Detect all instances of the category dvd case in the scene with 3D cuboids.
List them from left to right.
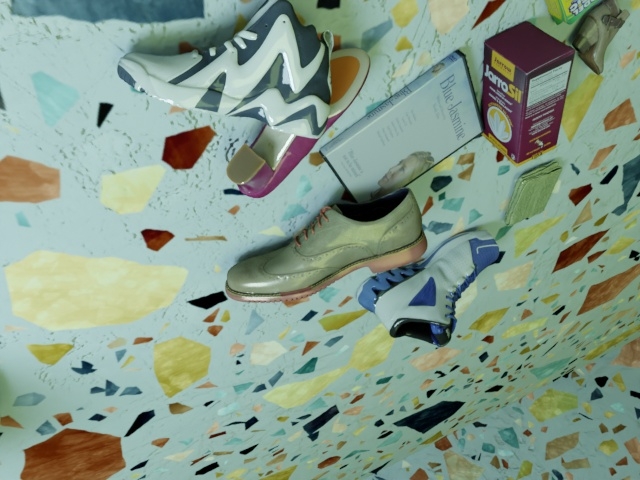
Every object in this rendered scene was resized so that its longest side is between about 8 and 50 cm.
[{"bbox_3d":[0.139,-0.160,0.811,0.253,0.022,0.180,-35,142,6],"label":"dvd case"}]

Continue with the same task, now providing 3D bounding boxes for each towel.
[{"bbox_3d":[0.449,-0.099,1.079,0.110,0.027,0.148,-21,140,-14],"label":"towel"}]

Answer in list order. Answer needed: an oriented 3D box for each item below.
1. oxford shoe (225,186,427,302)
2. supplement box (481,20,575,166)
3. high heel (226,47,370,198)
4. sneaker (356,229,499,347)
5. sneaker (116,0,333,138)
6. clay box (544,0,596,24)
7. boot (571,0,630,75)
[{"bbox_3d":[0.000,0.000,0.838,0.348,0.123,0.130,-19,121,-6],"label":"oxford shoe"},{"bbox_3d":[0.314,-0.223,0.789,0.081,0.104,0.188,-27,142,-4],"label":"supplement box"},{"bbox_3d":[-0.023,-0.153,0.692,0.244,0.082,0.117,-50,172,2],"label":"high heel"},{"bbox_3d":[0.254,0.123,1.071,0.316,0.182,0.127,-25,143,-7],"label":"sneaker"},{"bbox_3d":[-0.091,-0.212,0.558,0.235,0.094,0.153,12,103,-10],"label":"sneaker"},{"bbox_3d":[0.348,-0.391,0.666,0.127,0.053,0.222,-43,139,16],"label":"clay box"},{"bbox_3d":[0.459,-0.330,0.818,0.118,0.042,0.087,18,119,-44],"label":"boot"}]
